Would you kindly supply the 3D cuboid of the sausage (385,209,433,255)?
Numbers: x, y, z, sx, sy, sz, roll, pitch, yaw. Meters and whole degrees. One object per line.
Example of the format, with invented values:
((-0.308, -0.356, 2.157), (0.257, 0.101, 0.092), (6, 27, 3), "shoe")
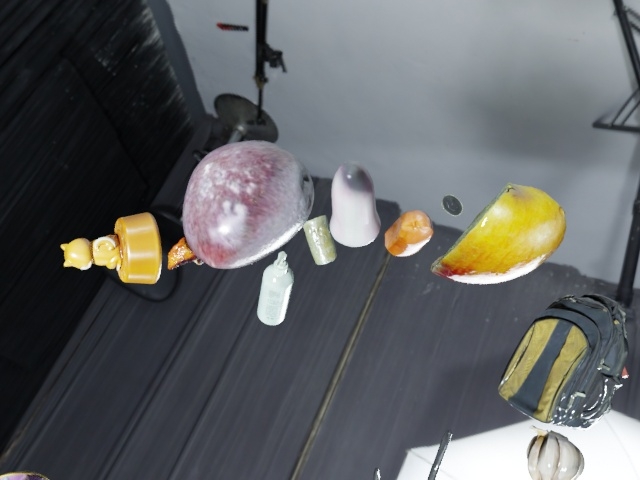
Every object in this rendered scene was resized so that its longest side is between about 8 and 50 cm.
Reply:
((0.298, -0.021, 1.745), (0.133, 0.133, 0.258), (26, 157, 0), "sausage")

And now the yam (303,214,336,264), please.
((0.000, 0.000, 2.155), (0.107, 0.107, 0.194), (-19, 89, 60), "yam")

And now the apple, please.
((0.361, 0.005, 1.105), (0.253, 0.179, 0.346), (2, 164, -3), "apple")

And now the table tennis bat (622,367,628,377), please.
((1.020, 0.391, 1.782), (0.098, 0.155, 0.019), (22, 142, -33), "table tennis bat")

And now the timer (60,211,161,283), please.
((-0.374, 0.019, 0.922), (0.152, 0.132, 0.132), (-5, 174, -32), "timer")

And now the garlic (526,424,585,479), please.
((0.538, 0.545, 1.227), (0.131, 0.194, 0.127), (31, 168, -26), "garlic")

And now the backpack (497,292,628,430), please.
((0.461, 0.214, 0.961), (0.133, 0.258, 0.206), (27, 178, -28), "backpack")

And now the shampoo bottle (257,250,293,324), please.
((-0.077, 0.080, 0.922), (0.056, 0.056, 0.195), (23, 140, 5), "shampoo bottle")

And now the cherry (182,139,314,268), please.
((-0.120, -0.064, 0.854), (0.213, 0.266, 0.183), (-15, 133, 33), "cherry")

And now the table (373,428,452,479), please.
((0.242, 0.613, 1.227), (0.317, 0.317, 0.249), (20, 116, 14), "table")

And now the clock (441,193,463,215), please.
((0.447, -0.119, 1.764), (0.083, 0.074, 0.010), (35, 155, -6), "clock")

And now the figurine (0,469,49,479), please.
((-0.403, 0.440, 0.658), (0.189, 0.142, 0.263), (34, -162, -40), "figurine")

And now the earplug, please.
((0.104, -0.134, 1.624), (0.172, 0.172, 0.301), (18, 149, 18), "earplug")

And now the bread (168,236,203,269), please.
((-0.242, -0.026, 1.184), (0.268, 0.095, 0.139), (-33, 165, 22), "bread")
